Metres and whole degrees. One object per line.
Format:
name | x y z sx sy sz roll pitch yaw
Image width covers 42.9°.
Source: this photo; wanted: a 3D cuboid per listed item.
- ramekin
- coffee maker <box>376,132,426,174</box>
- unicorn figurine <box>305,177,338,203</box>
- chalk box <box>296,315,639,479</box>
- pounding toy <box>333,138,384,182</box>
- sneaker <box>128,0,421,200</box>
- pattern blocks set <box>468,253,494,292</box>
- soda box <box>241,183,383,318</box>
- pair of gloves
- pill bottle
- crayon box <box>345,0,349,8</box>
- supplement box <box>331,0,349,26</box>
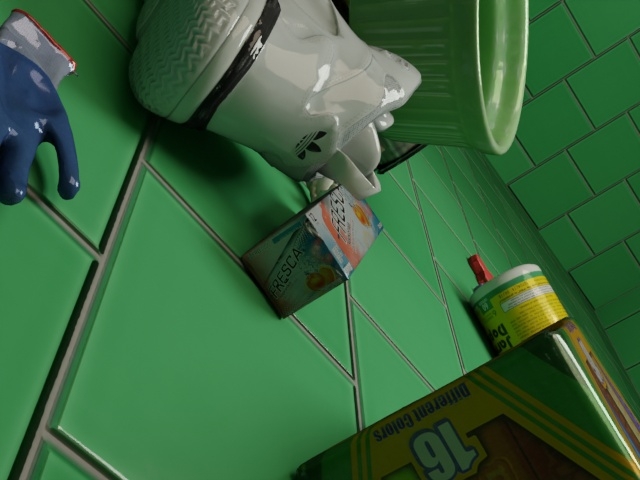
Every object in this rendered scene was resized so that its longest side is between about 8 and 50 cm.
ramekin | 0.146 -0.253 0.961 0.303 0.148 0.303 3 90 -67
coffee maker | 0.072 -0.199 1.173 0.178 0.120 0.171 55 -6 -10
unicorn figurine | -0.002 -0.098 0.798 0.162 0.111 0.060 48 23 22
chalk box | 0.150 0.216 0.499 0.289 0.180 0.179 60 17 14
pounding toy | 0.001 -0.154 0.875 0.141 0.100 0.130 62 17 13
sneaker | -0.038 -0.181 0.704 0.210 0.137 0.366 32 33 -28
pattern blocks set | 0.351 0.191 1.361 0.325 0.026 0.285 53 18 -16
soda box | 0.000 0.000 0.664 0.058 0.063 0.183 56 17 -4
pair of gloves | -0.189 -0.100 0.395 0.198 0.023 0.159 47 22 -28
pill bottle | 0.312 0.148 1.172 0.117 0.117 0.208 20 40 -63
crayon box | 0.067 -0.329 1.215 0.318 0.202 0.081 50 60 -25
supplement box | -0.011 -0.262 1.029 0.081 0.104 0.188 29 32 -57
